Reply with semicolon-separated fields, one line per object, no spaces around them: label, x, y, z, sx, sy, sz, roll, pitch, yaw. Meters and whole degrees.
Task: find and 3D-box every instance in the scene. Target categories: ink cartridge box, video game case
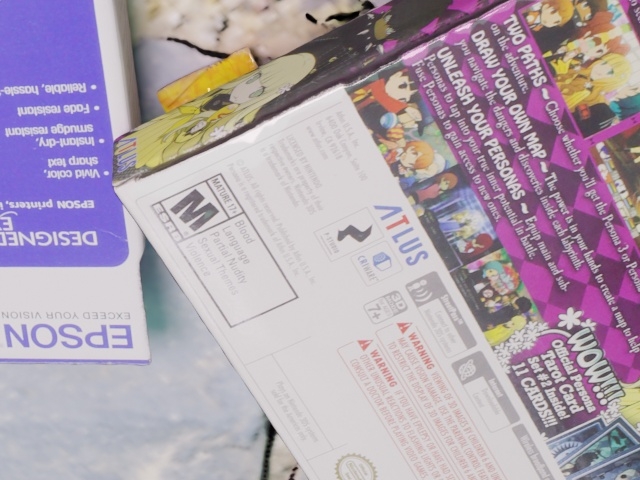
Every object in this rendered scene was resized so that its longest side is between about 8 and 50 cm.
ink cartridge box;-0.165;-0.049;0.665;0.206;0.045;0.208;1;125;5
video game case;0.076;0.015;0.665;0.210;0.042;0.232;-26;121;10

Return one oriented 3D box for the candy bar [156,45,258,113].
candy bar;0.000;0.000;0.701;0.040;0.018;0.161;-21;122;25
